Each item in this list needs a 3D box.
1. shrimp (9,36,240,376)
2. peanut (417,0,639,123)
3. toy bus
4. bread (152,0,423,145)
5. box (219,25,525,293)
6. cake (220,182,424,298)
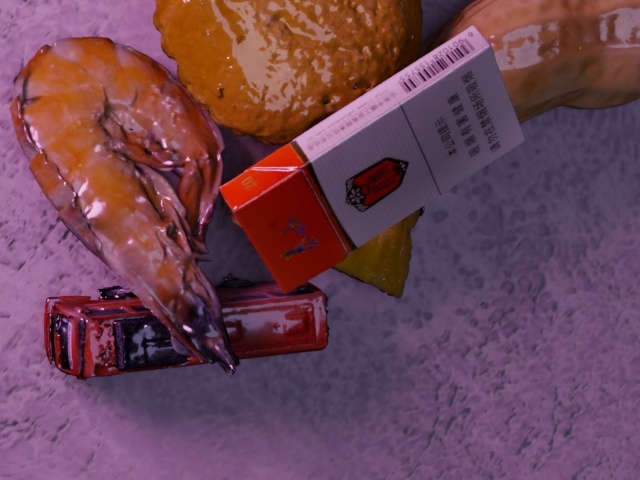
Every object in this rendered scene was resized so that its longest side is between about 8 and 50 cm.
[{"bbox_3d":[-0.133,-0.035,1.440,0.164,0.062,0.317,-28,80,-25],"label":"shrimp"},{"bbox_3d":[0.209,-0.169,1.552,0.305,0.147,0.147,-17,103,-17],"label":"peanut"},{"bbox_3d":[-0.112,0.073,1.494,0.235,0.096,0.074,-5,97,-20],"label":"toy bus"},{"bbox_3d":[-0.031,-0.193,1.459,0.240,0.139,0.240,-1,93,-22],"label":"bread"},{"bbox_3d":[0.046,-0.063,1.439,0.245,0.035,0.139,-33,143,-3],"label":"box"},{"bbox_3d":[-0.002,-0.002,1.545,0.185,0.079,0.116,-13,115,-27],"label":"cake"}]
